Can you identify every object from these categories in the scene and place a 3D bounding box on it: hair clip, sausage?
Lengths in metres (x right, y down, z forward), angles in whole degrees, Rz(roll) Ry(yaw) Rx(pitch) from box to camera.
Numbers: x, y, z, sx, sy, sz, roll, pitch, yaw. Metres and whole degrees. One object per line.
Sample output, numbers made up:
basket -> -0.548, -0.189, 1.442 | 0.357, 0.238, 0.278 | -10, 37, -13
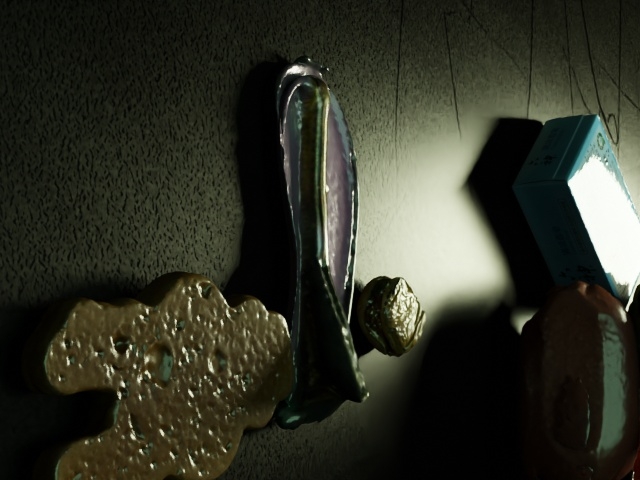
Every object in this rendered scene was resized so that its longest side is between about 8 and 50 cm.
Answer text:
hair clip -> 0.001, 0.000, 1.277 | 0.110, 0.095, 0.359 | 2, 73, -19
sausage -> 0.309, 0.191, 1.599 | 0.152, 0.152, 0.280 | 15, 73, -52

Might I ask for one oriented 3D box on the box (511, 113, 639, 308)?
box -> 0.342, -0.029, 1.725 | 0.232, 0.083, 0.143 | 60, 44, -29

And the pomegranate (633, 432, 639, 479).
pomegranate -> 0.465, 0.329, 1.708 | 0.221, 0.256, 0.221 | -14, 90, -72

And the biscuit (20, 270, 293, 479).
biscuit -> -0.127, 0.120, 1.096 | 0.295, 0.044, 0.186 | -5, 94, -53

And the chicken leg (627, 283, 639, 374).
chicken leg -> 0.453, 0.191, 1.612 | 0.429, 0.152, 0.201 | -80, 152, -47

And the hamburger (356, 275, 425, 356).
hamburger -> 0.072, 0.078, 1.371 | 0.083, 0.044, 0.076 | 61, 41, -33
